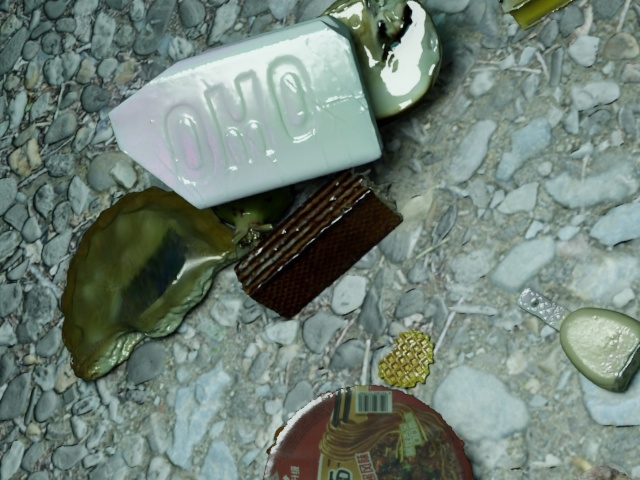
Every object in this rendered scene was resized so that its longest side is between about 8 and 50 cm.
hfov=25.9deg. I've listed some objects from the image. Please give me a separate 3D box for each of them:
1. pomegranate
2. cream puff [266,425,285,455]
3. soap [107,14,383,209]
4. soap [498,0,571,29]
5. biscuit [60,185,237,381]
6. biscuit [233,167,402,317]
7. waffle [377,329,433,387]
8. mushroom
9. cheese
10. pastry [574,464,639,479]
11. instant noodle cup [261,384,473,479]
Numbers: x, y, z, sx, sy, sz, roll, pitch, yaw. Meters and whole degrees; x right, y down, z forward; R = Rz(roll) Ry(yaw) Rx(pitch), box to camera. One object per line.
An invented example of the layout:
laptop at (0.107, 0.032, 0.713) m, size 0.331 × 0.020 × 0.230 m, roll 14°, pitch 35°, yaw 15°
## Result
pomegranate at (-0.100, -0.066, 2.073) m, size 0.148 × 0.148 × 0.169 m, roll -30°, pitch 69°, yaw 19°
cream puff at (-0.016, 0.296, 1.887) m, size 0.122 × 0.094 × 0.116 m, roll 25°, pitch 82°, yaw 42°
soap at (-0.105, -0.171, 1.933) m, size 0.347 × 0.115 × 0.208 m, roll -15°, pitch 100°, yaw 8°
soap at (0.348, -0.418, 1.981) m, size 0.233 × 0.076 × 0.135 m, roll -30°, pitch 57°, yaw 17°
biscuit at (-0.288, 0.070, 2.177) m, size 0.329 × 0.078 × 0.335 m, roll 14°, pitch 75°, yaw 41°
biscuit at (0.000, 0.000, 2.000) m, size 0.252 × 0.106 × 0.070 m, roll -41°, pitch 52°, yaw 10°
waffle at (0.119, 0.161, 1.909) m, size 0.078 × 0.016 × 0.085 m, roll 19°, pitch 81°, yaw 33°
mushroom at (0.051, -0.256, 2.043) m, size 0.267 × 0.164 × 0.189 m, roll -33°, pitch 99°, yaw 11°
cheese at (0.329, 0.113, 1.779) m, size 0.192 × 0.037 × 0.097 m, roll 33°, pitch 88°, yaw 37°
pastry at (0.404, 0.348, 1.588) m, size 0.265 × 0.112 × 0.103 m, roll 33°, pitch 95°, yaw 30°
instant noodle cup at (0.058, 0.322, 1.795) m, size 0.274 × 0.091 × 0.274 m, roll 0°, pitch 81°, yaw -1°
